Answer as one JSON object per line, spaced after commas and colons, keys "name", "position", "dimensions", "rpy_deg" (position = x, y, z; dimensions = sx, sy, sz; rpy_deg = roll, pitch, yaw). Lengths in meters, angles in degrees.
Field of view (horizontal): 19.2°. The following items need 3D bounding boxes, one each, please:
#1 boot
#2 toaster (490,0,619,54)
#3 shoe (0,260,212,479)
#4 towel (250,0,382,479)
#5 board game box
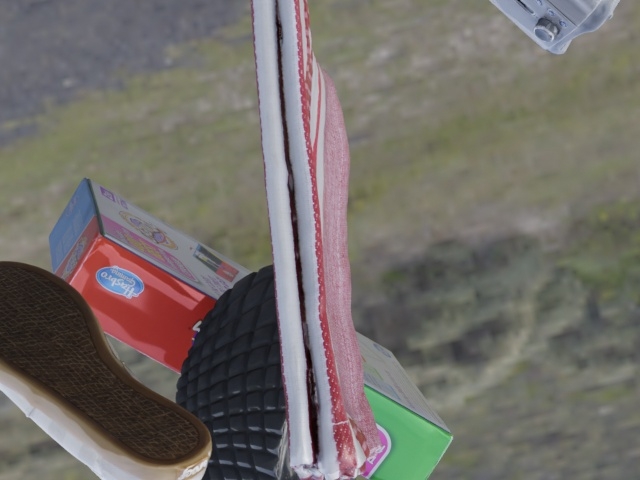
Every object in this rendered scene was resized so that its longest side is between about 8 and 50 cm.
{"name": "boot", "position": [0.011, 0.201, 1.345], "dimensions": [0.118, 0.338, 0.222], "rpy_deg": [-21, 147, 37]}
{"name": "toaster", "position": [0.208, -0.282, 1.607], "dimensions": [0.227, 0.146, 0.129], "rpy_deg": [-58, -171, -19]}
{"name": "shoe", "position": [-0.144, 0.088, 1.096], "dimensions": [0.076, 0.219, 0.058], "rpy_deg": [-26, 137, -31]}
{"name": "towel", "position": [0.000, 0.000, 0.961], "dimensions": [0.037, 0.237, 0.329], "rpy_deg": [-6, 175, 2]}
{"name": "board game box", "position": [-0.064, 0.073, 1.519], "dimensions": [0.316, 0.064, 0.242], "rpy_deg": [30, -174, -14]}
